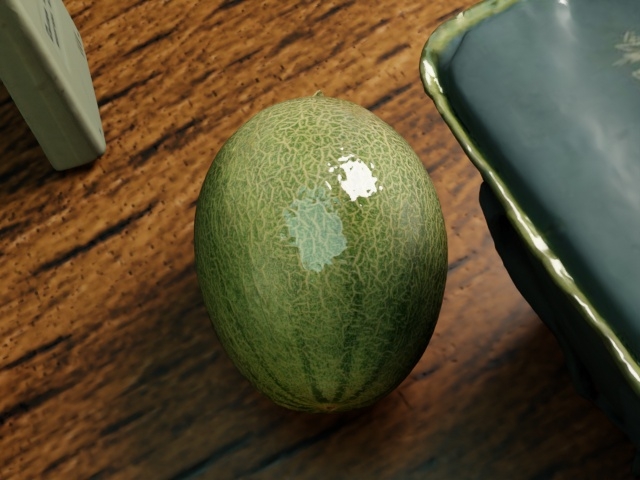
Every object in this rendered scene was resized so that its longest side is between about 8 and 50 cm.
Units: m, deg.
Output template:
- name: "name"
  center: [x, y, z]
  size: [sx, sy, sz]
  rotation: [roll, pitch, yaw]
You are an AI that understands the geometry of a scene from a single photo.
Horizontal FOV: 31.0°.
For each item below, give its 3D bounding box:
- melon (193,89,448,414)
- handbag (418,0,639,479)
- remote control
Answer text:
- name: "melon"
  center: [0.000, 0.000, 0.627]
  size: [0.139, 0.139, 0.192]
  rotation: [-7, 63, 5]
- name: "handbag"
  center: [0.201, -0.002, 0.512]
  size: [0.222, 0.241, 0.263]
  rotation: [-33, 52, 7]
- name: "remote control"
  center: [-0.195, -0.163, 0.668]
  size: [0.038, 0.285, 0.123]
  rotation: [-19, 59, 1]
